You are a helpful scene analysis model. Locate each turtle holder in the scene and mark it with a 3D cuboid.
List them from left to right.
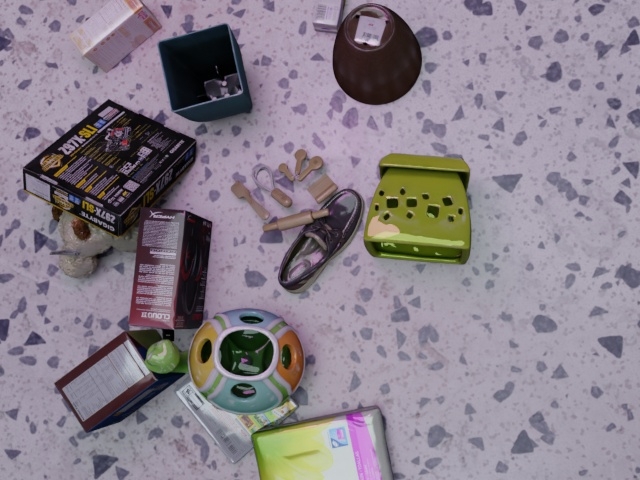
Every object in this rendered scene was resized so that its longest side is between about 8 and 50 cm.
[{"bbox_3d":[-0.191,0.245,1.751,0.320,0.227,0.243,29,75,4],"label":"turtle holder"}]

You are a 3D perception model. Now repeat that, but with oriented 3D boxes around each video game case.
[{"bbox_3d":[-0.199,0.371,1.876,0.206,0.026,0.227,-42,80,3],"label":"video game case"}]

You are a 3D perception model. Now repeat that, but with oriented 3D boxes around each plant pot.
[{"bbox_3d":[-0.244,-0.363,1.843,0.165,0.234,0.165,-14,82,7],"label":"plant pot"},{"bbox_3d":[0.120,-0.439,1.801,0.215,0.230,0.215,-1,85,8],"label":"plant pot"},{"bbox_3d":[0.223,-0.070,1.761,0.228,0.227,0.207,6,80,9],"label":"plant pot"}]

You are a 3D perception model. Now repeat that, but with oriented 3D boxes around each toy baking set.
[{"bbox_3d":[-0.083,-0.110,1.869,0.256,0.030,0.197,-19,59,12],"label":"toy baking set"}]

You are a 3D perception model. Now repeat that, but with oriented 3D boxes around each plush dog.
[{"bbox_3d":[-0.550,-0.069,1.899,0.262,0.210,0.225,-25,59,5],"label":"plush dog"}]

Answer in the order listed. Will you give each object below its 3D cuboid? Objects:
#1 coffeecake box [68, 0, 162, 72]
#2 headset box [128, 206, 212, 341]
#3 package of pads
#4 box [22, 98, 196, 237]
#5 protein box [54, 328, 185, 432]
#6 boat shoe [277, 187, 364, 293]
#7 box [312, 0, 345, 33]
[{"bbox_3d":[-0.494,-0.509,1.939,0.185,0.142,0.068,-38,81,3],"label":"coffeecake box"},{"bbox_3d":[-0.339,0.084,1.825,0.110,0.218,0.293,4,84,9],"label":"headset box"},{"bbox_3d":[0.011,0.512,1.786,0.296,0.101,0.229,-11,85,3],"label":"package of pads"},{"bbox_3d":[-0.476,-0.175,1.844,0.257,0.079,0.322,24,46,10],"label":"box"},{"bbox_3d":[-0.453,0.316,1.828,0.201,0.200,0.136,-36,81,4],"label":"protein box"},{"bbox_3d":[0.000,0.000,1.847,0.103,0.092,0.285,39,91,10],"label":"boat shoe"},{"bbox_3d":[0.042,-0.661,1.917,0.067,0.063,0.324,9,86,7],"label":"box"}]
